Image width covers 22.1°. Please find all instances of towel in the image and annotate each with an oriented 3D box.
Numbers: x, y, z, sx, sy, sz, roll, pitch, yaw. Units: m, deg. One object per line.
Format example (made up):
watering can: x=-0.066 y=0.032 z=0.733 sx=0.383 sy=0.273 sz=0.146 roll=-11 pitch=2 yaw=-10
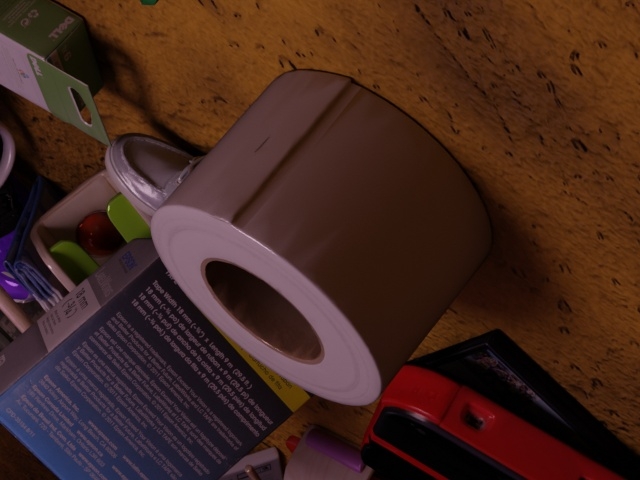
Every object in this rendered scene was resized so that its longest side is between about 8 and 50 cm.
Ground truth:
towel: x=-0.264 y=0.072 z=1.975 sx=0.034 sy=0.209 sz=0.285 roll=-30 pitch=116 yaw=18

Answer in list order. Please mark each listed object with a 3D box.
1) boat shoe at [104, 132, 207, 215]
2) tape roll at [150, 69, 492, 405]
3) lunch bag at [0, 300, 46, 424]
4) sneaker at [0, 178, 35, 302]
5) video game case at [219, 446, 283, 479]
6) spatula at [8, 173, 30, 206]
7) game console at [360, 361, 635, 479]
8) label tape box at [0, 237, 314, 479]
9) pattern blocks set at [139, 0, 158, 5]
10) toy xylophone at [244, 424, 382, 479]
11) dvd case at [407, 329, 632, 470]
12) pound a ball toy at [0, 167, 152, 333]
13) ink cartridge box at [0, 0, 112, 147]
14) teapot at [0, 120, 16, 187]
boat shoe: x=-0.108 y=-0.047 z=1.613 sx=0.227 sy=0.079 sz=0.081 roll=33 pitch=148 yaw=3
tape roll: x=0.000 y=0.000 z=1.395 sx=0.246 sy=0.169 sz=0.246 roll=33 pitch=158 yaw=16
lunch bag: x=-0.556 y=0.154 z=2.443 sx=0.305 sy=0.256 sz=0.212 roll=17 pitch=148 yaw=45
sneaker: x=-0.418 y=-0.058 z=1.968 sx=0.293 sy=0.102 sz=0.146 roll=51 pitch=154 yaw=18
video game case: x=-0.144 y=0.357 z=2.298 sx=0.173 sy=0.190 sz=0.022 roll=85 pitch=166 yaw=-60
spatula: x=-0.335 y=0.024 z=2.064 sx=0.296 sy=0.084 sz=0.030 roll=44 pitch=178 yaw=-3
game console: x=0.222 y=0.266 z=1.656 sx=0.386 sy=0.060 sz=0.342 roll=31 pitch=163 yaw=7
label tape box: x=-0.158 y=0.131 z=1.754 sx=0.241 sy=0.333 sz=0.106 roll=50 pitch=179 yaw=-24
pattern blocks set: x=-0.234 y=-0.325 z=1.336 sx=0.325 sy=0.026 sz=0.285 roll=45 pitch=158 yaw=-11
toy xylophone: x=0.030 y=0.358 z=2.133 sx=0.236 sy=0.081 sz=0.323 roll=26 pitch=154 yaw=30
dvd case: x=0.179 y=0.173 z=1.630 sx=0.180 sy=0.022 sz=0.253 roll=43 pitch=158 yaw=-6
pound a ball toy: x=-0.238 y=0.065 z=1.843 sx=0.319 sy=0.208 sz=0.136 roll=52 pitch=178 yaw=-28
ink cartridge box: x=-0.278 y=-0.187 z=1.619 sx=0.209 sy=0.062 sz=0.109 roll=30 pitch=156 yaw=22
teapot: x=-0.462 y=-0.162 z=1.794 sx=0.252 sy=0.187 sz=0.256 roll=51 pitch=168 yaw=6
